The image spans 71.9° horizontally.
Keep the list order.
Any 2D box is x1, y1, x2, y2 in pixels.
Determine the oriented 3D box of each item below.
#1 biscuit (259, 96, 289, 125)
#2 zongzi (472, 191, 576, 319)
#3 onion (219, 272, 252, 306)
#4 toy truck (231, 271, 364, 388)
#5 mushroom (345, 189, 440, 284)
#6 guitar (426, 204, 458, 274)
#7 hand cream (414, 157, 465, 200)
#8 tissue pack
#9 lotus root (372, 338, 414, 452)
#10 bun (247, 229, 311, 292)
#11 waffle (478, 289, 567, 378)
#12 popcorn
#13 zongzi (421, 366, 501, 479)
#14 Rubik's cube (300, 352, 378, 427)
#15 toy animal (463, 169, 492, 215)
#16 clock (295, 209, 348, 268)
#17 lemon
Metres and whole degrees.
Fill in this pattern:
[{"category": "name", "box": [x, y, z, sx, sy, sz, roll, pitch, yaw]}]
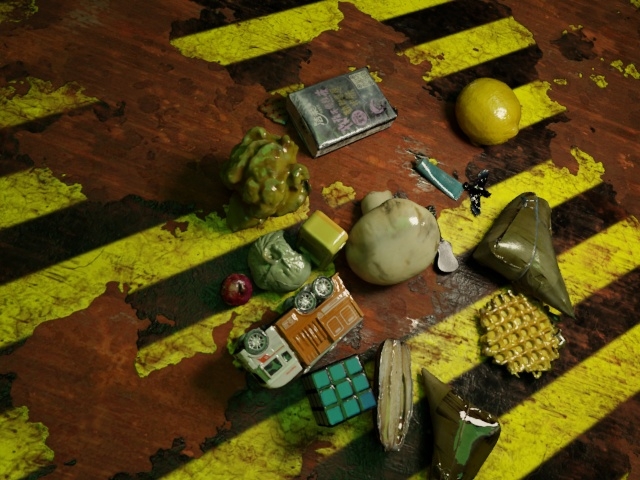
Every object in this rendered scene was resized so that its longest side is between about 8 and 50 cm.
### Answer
[{"category": "biscuit", "box": [-0.163, -0.492, 1.683, 0.119, 0.019, 0.130, -28, 78, -18]}, {"category": "zongzi", "box": [0.792, 0.036, 1.580, 0.392, 0.174, 0.356, 36, 64, 8]}, {"category": "onion", "box": [-0.263, 0.154, 1.392, 0.107, 0.097, 0.107, 6, 77, -29]}, {"category": "toy truck", "box": [-0.064, 0.281, 1.341, 0.387, 0.173, 0.207, -37, 89, -23]}, {"category": "mushroom", "box": [0.225, -0.026, 1.484, 0.314, 0.315, 0.336, 1, 40, -10]}, {"category": "guitar", "box": [0.434, -0.011, 1.609, 0.083, 0.038, 0.271, -4, 71, -13]}, {"category": "hand cream", "box": [0.455, -0.246, 1.701, 0.224, 0.048, 0.083, 37, 69, -3]}, {"category": "tissue pack", "box": [0.077, -0.492, 1.673, 0.361, 0.122, 0.259, -27, 79, -17]}, {"category": "lotus root", "box": [0.209, 0.472, 1.358, 0.167, 0.078, 0.330, 27, 59, -30]}, {"category": "bun", "box": [-0.133, 0.064, 1.414, 0.212, 0.126, 0.204, 11, 80, 3]}, {"category": "waffle", "box": [0.694, 0.323, 1.522, 0.328, 0.062, 0.330, 4, 68, -10]}, {"category": "popcorn", "box": [-0.205, -0.208, 1.440, 0.321, 0.290, 0.325, -34, 51, -15]}, {"category": "zongzi", "box": [0.356, 0.583, 1.346, 0.300, 0.145, 0.274, 36, 73, 22]}, {"category": "Rubik's cube", "box": [0.051, 0.444, 1.309, 0.162, 0.163, 0.161, -17, 75, -20]}, {"category": "toy animal", "box": [0.609, -0.196, 1.703, 0.107, 0.062, 0.220, 28, 65, -27]}, {"category": "clock", "box": [0.000, 0.000, 1.436, 0.143, 0.202, 0.096, 42, 70, 6]}, {"category": "lemon", "box": [0.650, -0.501, 1.723, 0.235, 0.236, 0.263, 3, 50, -9]}]
